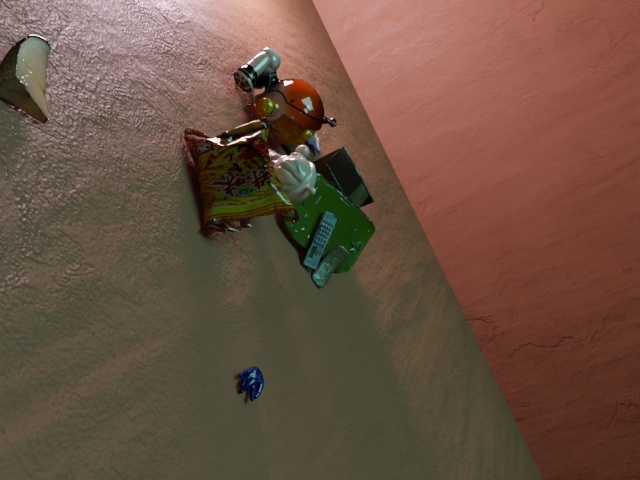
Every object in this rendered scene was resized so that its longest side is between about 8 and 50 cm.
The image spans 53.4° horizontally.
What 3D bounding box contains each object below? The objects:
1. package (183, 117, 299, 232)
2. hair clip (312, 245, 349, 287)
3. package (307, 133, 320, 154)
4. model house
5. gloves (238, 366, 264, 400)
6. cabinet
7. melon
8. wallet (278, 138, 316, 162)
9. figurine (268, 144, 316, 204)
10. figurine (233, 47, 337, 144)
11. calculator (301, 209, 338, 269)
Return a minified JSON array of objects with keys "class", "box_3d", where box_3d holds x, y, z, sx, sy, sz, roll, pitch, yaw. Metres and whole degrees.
[{"class":"package","box_3d":[-0.188,-0.148,1.486,0.108,0.223,0.288,116,-39,-66]},{"class":"hair clip","box_3d":[0.027,0.076,1.860,0.054,0.137,0.022,44,-10,-29]},{"class":"package","box_3d":[-0.056,-0.421,2.364,0.171,0.027,0.173,45,24,-43]},{"class":"model house","box_3d":[-0.009,-0.053,1.920,0.294,0.207,0.154,41,-14,-31]},{"class":"gloves","box_3d":[-0.139,0.291,1.293,0.064,0.026,0.086,67,20,2]},{"class":"cabinet","box_3d":[0.044,-0.162,2.101,0.215,0.148,0.175,59,33,-13]},{"class":"melon","box_3d":[-0.493,-0.294,1.079,0.098,0.054,0.182,46,26,-54]},{"class":"wallet","box_3d":[-0.070,-0.288,2.169,0.232,0.031,0.122,51,28,-28]},{"class":"figurine","box_3d":[-0.098,-0.153,1.622,0.256,0.182,0.144,28,-45,65]},{"class":"figurine","box_3d":[-0.114,-0.434,1.987,0.323,0.196,0.320,49,16,-12]},{"class":"calculator","box_3d":[0.000,0.000,1.833,0.057,0.172,0.018,29,-7,-30]}]
